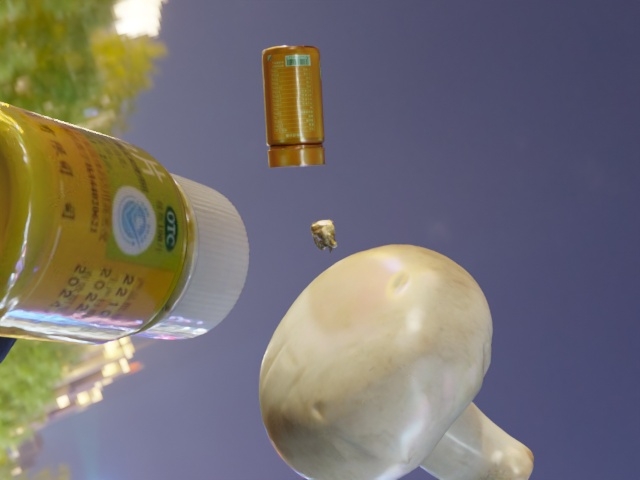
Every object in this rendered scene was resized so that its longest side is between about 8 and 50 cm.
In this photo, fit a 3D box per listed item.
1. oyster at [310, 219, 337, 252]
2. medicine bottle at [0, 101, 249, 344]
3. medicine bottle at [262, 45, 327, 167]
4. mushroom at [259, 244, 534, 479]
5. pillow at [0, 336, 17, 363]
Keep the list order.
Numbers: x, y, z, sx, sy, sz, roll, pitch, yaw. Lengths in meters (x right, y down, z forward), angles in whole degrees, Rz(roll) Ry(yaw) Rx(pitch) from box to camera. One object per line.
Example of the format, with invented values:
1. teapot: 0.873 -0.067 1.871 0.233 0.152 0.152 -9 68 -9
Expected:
1. oyster: 0.000 0.000 2.147 0.083 0.038 0.081 112 -33 -49
2. medicine bottle: -0.253 -0.002 1.308 0.384 0.224 0.224 17 37 -59
3. medicine bottle: -0.043 -0.214 2.027 0.096 0.096 0.192 -179 -95 -68
4. mushroom: 0.080 0.174 1.493 0.356 0.315 0.315 55 -24 27
5. pillow: -0.461 0.105 1.639 0.092 0.335 0.162 2 -52 23
